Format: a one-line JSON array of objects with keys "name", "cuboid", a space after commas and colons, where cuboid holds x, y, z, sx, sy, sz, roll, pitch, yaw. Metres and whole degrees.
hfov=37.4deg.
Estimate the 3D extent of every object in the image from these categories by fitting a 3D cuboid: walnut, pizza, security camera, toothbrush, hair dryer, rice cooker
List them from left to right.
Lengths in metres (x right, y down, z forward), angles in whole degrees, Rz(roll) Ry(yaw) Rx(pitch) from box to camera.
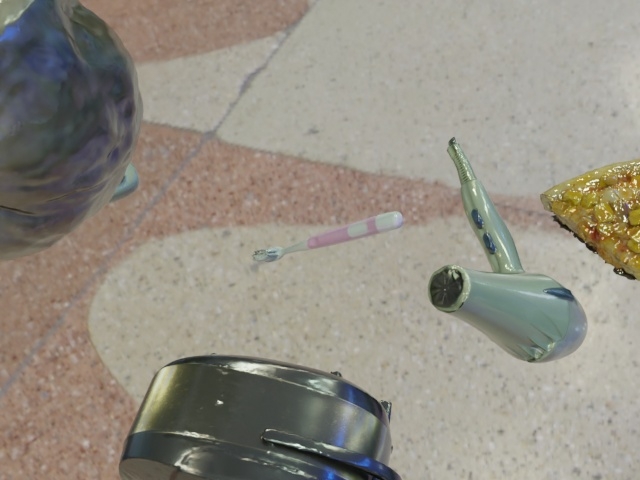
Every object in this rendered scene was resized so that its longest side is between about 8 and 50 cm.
[{"name": "walnut", "cuboid": [-0.225, -0.096, 0.642, 0.224, 0.224, 0.224, -7, 44, 7]}, {"name": "security camera", "cuboid": [-0.222, -0.083, 0.966, 0.058, 0.058, 0.092, -36, 74, -22]}, {"name": "rice cooker", "cuboid": [-0.033, 0.128, 0.556, 0.165, 0.112, 0.106, 7, 51, 2]}, {"name": "toothbrush", "cuboid": [0.000, 0.000, 1.093, 0.025, 0.020, 0.286, -4, -7, -35]}, {"name": "hair dryer", "cuboid": [0.110, -0.003, 0.674, 0.067, 0.167, 0.199, -35, 70, 26]}, {"name": "pizza", "cuboid": [0.273, -0.023, 0.814, 0.178, 0.041, 0.131, 5, 51, 31]}]
